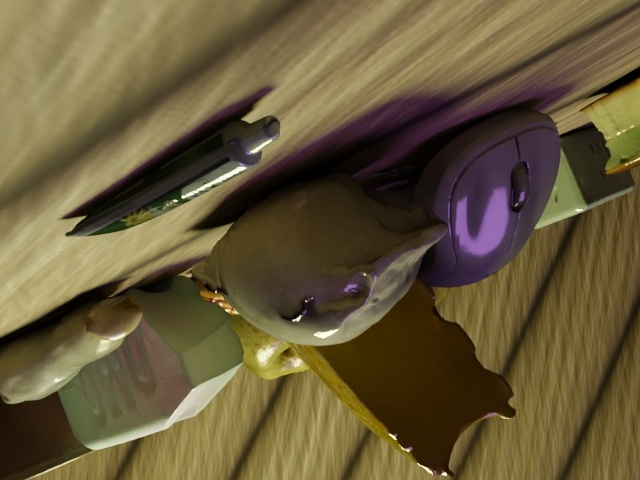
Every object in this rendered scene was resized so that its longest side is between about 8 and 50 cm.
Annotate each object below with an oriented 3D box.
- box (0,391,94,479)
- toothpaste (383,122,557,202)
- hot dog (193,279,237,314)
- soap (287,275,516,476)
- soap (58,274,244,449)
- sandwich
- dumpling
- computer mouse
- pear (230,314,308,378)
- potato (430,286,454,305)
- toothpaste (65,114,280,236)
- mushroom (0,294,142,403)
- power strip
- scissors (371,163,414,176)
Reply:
[{"bbox_3d":[-0.524,0.307,1.380,0.301,0.216,0.301,-20,176,-1],"label":"box"},{"bbox_3d":[0.219,-0.093,1.134,0.299,0.073,0.114,-25,164,-29],"label":"toothpaste"},{"bbox_3d":[-0.078,0.090,1.222,0.250,0.076,0.104,9,156,-11],"label":"hot dog"},{"bbox_3d":[0.062,0.131,1.034,0.156,0.293,0.335,-44,-171,-9],"label":"soap"},{"bbox_3d":[-0.273,0.189,1.196,0.347,0.208,0.115,-26,174,41],"label":"soap"},{"bbox_3d":[0.470,-0.180,1.013,0.220,0.108,0.186,-23,176,-21],"label":"sandwich"},{"bbox_3d":[0.000,-0.004,0.800,0.227,0.243,0.175,-40,149,-38],"label":"dumpling"},{"bbox_3d":[0.193,-0.028,0.954,0.184,0.121,0.297,-20,158,-24],"label":"computer mouse"},{"bbox_3d":[-0.098,0.136,1.436,0.188,0.211,0.228,-36,145,-5],"label":"pear"},{"bbox_3d":[0.150,0.014,1.281,0.266,0.229,0.229,-36,-177,-29],"label":"potato"},{"bbox_3d":[-0.101,-0.037,0.528,0.204,0.031,0.049,-23,174,38],"label":"toothpaste"},{"bbox_3d":[-0.365,0.152,1.105,0.351,0.097,0.109,-30,174,35],"label":"mushroom"},{"bbox_3d":[0.484,-0.127,1.459,0.224,0.140,0.139,-20,174,-34],"label":"power strip"},{"bbox_3d":[0.085,-0.084,0.963,0.036,0.006,0.083,-23,175,38],"label":"scissors"}]
